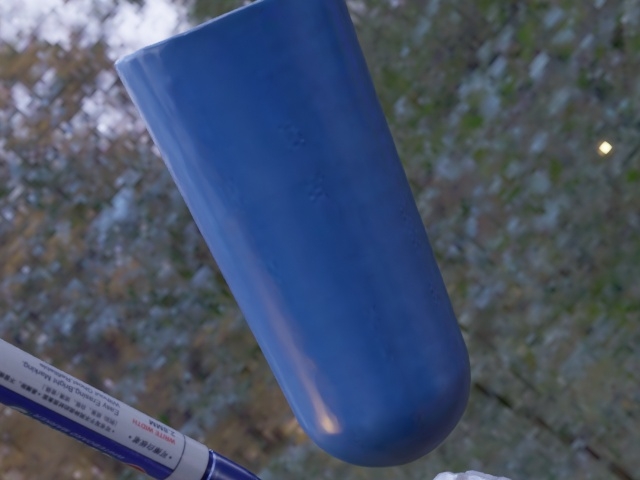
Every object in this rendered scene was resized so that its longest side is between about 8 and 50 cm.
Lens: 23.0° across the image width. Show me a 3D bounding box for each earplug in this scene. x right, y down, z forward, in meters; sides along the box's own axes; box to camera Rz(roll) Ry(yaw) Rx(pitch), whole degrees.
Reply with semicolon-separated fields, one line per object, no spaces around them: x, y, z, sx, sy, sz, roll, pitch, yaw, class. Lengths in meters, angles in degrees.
0.000;0.000;0.881;0.132;0.273;0.132;-23;7;3;earplug

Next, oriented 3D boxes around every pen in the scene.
-0.086;0.081;0.667;0.025;0.204;0.025;-42;30;31;pen

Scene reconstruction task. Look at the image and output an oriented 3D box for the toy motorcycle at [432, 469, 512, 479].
0.102;0.210;0.449;0.223;0.340;0.108;-41;23;-12;toy motorcycle
